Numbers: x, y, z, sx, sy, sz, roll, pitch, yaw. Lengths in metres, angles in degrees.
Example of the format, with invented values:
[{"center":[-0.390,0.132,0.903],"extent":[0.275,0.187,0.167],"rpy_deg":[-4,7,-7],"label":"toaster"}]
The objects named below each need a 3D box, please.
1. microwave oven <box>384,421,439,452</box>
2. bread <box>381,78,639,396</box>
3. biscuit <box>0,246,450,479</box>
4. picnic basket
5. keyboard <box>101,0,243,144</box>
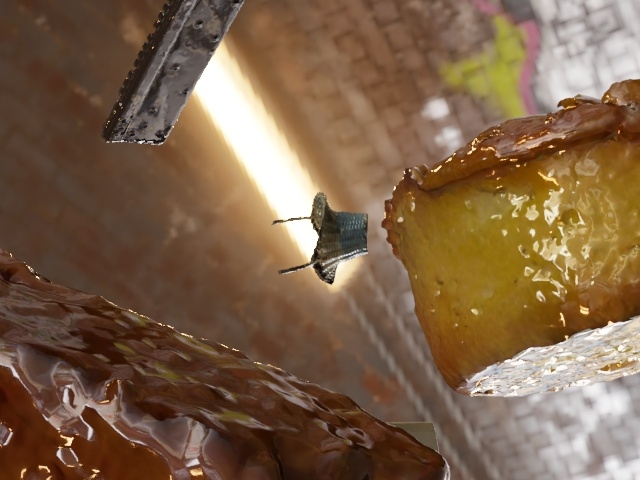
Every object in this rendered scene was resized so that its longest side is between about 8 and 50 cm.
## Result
[{"center":[0.003,0.298,1.729],"extent":[0.240,0.145,0.194],"rpy_deg":[3,-112,-26],"label":"microwave oven"},{"center":[0.244,0.002,1.409],"extent":[0.398,0.398,0.215],"rpy_deg":[23,-129,-66],"label":"bread"},{"center":[-0.153,0.209,0.969],"extent":[0.166,0.395,0.343],"rpy_deg":[-13,-57,-70],"label":"biscuit"},{"center":[0.000,0.000,1.339],"extent":[0.083,0.083,0.065],"rpy_deg":[84,-178,-46],"label":"picnic basket"},{"center":[-0.124,-0.175,1.430],"extent":[0.072,0.231,0.023],"rpy_deg":[0,-135,-41],"label":"keyboard"}]
